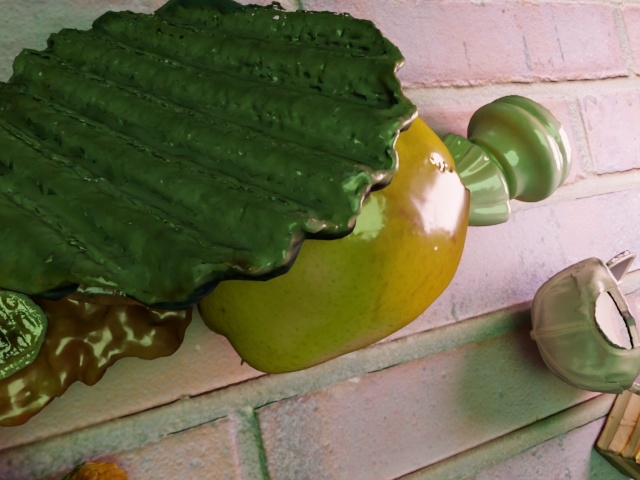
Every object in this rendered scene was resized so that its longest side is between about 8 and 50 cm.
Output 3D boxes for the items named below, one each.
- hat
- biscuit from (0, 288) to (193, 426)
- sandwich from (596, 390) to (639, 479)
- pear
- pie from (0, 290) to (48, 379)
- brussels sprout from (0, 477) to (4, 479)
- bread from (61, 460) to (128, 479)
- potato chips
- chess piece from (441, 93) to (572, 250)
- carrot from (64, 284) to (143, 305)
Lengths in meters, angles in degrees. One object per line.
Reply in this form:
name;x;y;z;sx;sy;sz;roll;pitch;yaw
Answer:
hat;0.445;0.136;0.734;0.274;0.161;0.232;4;79;-44
biscuit;-0.325;0.022;0.479;0.311;0.110;0.318;-24;92;-20
sandwich;0.572;0.331;0.787;0.113;0.079;0.163;42;70;-13
pear;0.005;-0.007;0.526;0.284;0.336;0.285;28;38;-25
pie;-0.295;0.086;0.414;0.084;0.020;0.085;1;86;-21
brussels sprout;-0.357;0.347;0.328;0.289;0.281;0.355;2;93;-27
bread;-0.214;0.418;0.461;0.084;0.077;0.368;-12;78;-15
potato chips;-0.145;-0.105;0.393;0.428;0.070;0.359;23;62;20
chess piece;0.204;-0.072;0.676;0.298;0.176;0.176;-33;95;-8
carrot;-0.221;0.046;0.441;0.165;0.035;0.036;17;78;-21
